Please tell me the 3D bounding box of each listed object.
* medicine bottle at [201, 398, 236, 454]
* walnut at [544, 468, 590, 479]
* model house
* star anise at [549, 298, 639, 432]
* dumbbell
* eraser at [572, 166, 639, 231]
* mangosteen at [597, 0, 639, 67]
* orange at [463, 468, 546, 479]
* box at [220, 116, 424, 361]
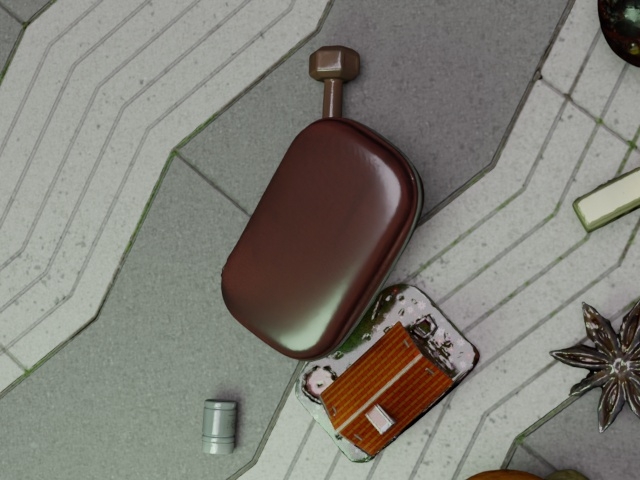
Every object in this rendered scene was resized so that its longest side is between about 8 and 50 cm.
[{"bbox_3d":[-0.178,0.327,1.868,0.058,0.058,0.091,3,87,14],"label":"medicine bottle"},{"bbox_3d":[0.398,0.411,1.710,0.092,0.092,0.092,-1,86,14],"label":"walnut"},{"bbox_3d":[0.092,0.222,1.761,0.294,0.154,0.207,-43,79,8],"label":"model house"},{"bbox_3d":[0.500,0.204,1.697,0.262,0.081,0.230,16,90,25],"label":"star anise"},{"bbox_3d":[0.020,-0.220,1.845,0.082,0.092,0.231,-1,85,45],"label":"dumbbell"},{"bbox_3d":[0.492,-0.075,1.700,0.172,0.117,0.058,-28,80,10],"label":"eraser"},{"bbox_3d":[0.547,-0.406,1.675,0.231,0.231,0.289,-10,57,13],"label":"mangosteen"},{"bbox_3d":[0.292,0.494,1.635,0.283,0.226,0.284,17,120,31],"label":"orange"},{"bbox_3d":[0.000,0.000,1.752,0.263,0.108,0.404,37,108,19],"label":"box"}]
